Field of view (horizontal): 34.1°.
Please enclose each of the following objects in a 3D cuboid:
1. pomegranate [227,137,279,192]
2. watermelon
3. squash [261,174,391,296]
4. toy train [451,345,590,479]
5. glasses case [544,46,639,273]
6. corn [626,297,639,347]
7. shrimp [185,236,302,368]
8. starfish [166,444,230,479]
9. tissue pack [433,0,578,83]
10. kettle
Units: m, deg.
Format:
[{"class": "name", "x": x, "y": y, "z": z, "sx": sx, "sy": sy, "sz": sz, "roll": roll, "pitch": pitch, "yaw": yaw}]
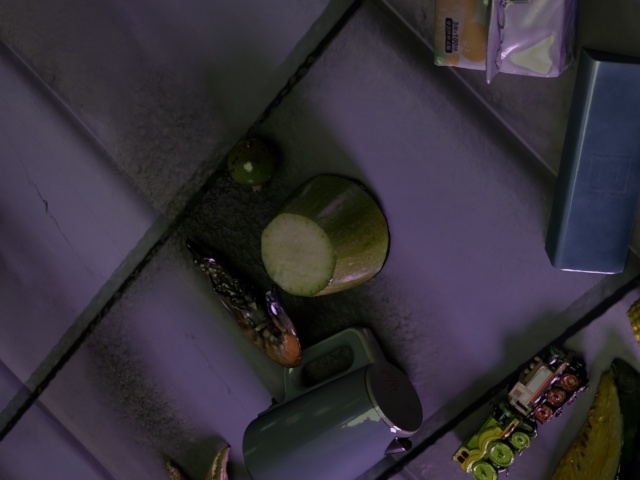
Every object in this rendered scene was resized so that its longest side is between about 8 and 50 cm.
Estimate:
[{"class": "pomegranate", "x": -0.088, "y": -0.105, "z": 1.460, "sx": 0.073, "sy": 0.073, "sz": 0.084, "roll": -24, "pitch": 134, "yaw": 33}, {"class": "watermelon", "x": 0.379, "y": 0.310, "z": 1.392, "sx": 0.129, "sy": 0.123, "sz": 0.301, "roll": 48, "pitch": 132, "yaw": 41}, {"class": "squash", "x": 0.000, "y": 0.000, "z": 1.429, "sx": 0.170, "sy": 0.123, "sz": 0.170, "roll": 10, "pitch": 111, "yaw": 28}, {"class": "toy train", "x": 0.274, "y": 0.239, "z": 1.423, "sx": 0.085, "sy": 0.053, "sz": 0.250, "roll": 41, "pitch": 123, "yaw": 13}, {"class": "glasses case", "x": 0.335, "y": -0.088, "z": 1.250, "sx": 0.105, "sy": 0.056, "sz": 0.266, "roll": 15, "pitch": 117, "yaw": 22}, {"class": "corn", "x": 0.476, "y": 0.056, "z": 1.223, "sx": 0.248, "sy": 0.081, "sz": 0.081, "roll": -33, "pitch": 93, "yaw": 34}, {"class": "shrimp", "x": -0.105, "y": 0.069, "z": 1.497, "sx": 0.262, "sy": 0.051, "sz": 0.198, "roll": 51, "pitch": 156, "yaw": 11}, {"class": "starfish", "x": -0.165, "y": 0.449, "z": 1.748, "sx": 0.236, "sy": 0.062, "sz": 0.277, "roll": 51, "pitch": 128, "yaw": 6}, {"class": "tissue pack", "x": 0.203, "y": -0.303, "z": 1.172, "sx": 0.159, "sy": 0.145, "sz": 0.230, "roll": 10, "pitch": 115, "yaw": 24}, {"class": "kettle", "x": 0.016, "y": 0.254, "z": 1.526, "sx": 0.243, "sy": 0.160, "sz": 0.211, "roll": -37, "pitch": 61, "yaw": 28}]
